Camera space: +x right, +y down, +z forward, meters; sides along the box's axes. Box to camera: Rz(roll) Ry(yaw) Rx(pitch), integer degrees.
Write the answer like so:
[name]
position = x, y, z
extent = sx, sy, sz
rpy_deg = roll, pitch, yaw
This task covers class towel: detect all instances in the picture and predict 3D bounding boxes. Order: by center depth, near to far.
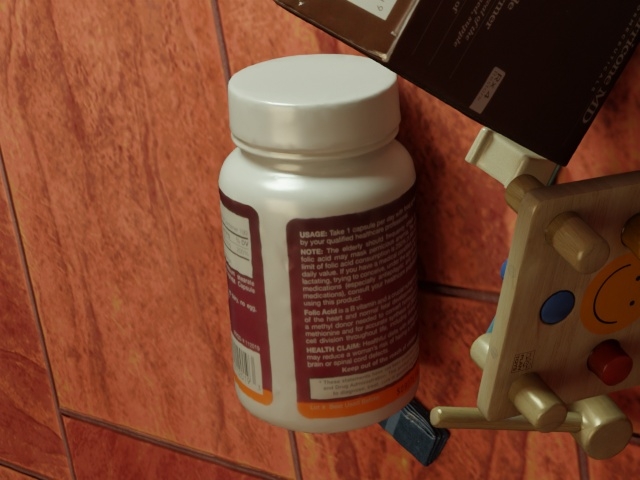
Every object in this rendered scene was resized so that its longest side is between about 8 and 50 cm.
[towel]
position = 0.103, 0.224, 1.865
extent = 0.119, 0.029, 0.067
rpy_deg = 42, 135, 25

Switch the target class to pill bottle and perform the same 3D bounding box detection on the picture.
[pill bottle]
position = 0.000, 0.000, 1.715
extent = 0.224, 0.224, 0.392
rpy_deg = 19, 122, 40

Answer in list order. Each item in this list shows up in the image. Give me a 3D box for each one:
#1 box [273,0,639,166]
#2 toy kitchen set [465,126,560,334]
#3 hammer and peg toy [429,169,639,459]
[box]
position = 0.141, -0.209, 1.311
extent = 0.143, 0.381, 0.191
rpy_deg = 33, 98, 30
[toy kitchen set]
position = 0.213, 0.005, 1.602
extent = 0.166, 0.122, 0.207
rpy_deg = 37, 112, 29
[hammer and peg toy]
position = 0.267, 0.093, 1.448
extent = 0.127, 0.266, 0.361
rpy_deg = 49, 140, 46
